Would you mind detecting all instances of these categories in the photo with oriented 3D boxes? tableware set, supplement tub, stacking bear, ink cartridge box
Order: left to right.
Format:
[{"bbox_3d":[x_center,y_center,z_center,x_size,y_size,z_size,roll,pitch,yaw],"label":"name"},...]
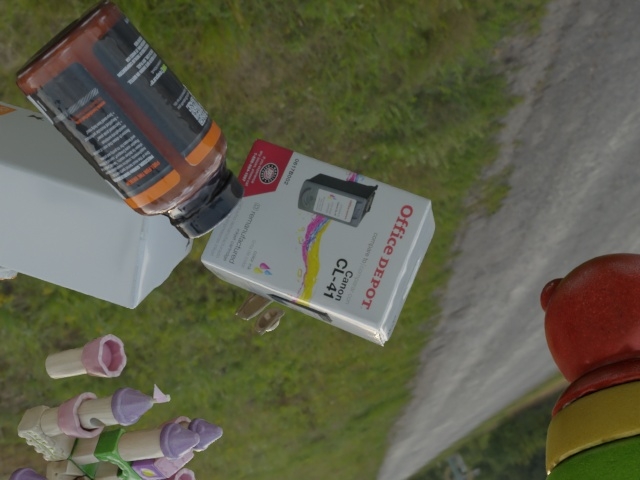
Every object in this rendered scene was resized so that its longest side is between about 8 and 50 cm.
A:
[{"bbox_3d":[-0.151,-0.093,0.725,0.106,0.198,0.106,-33,-157,16],"label":"supplement tub"},{"bbox_3d":[-0.074,0.098,1.493,0.141,0.020,0.168,-43,-150,-11],"label":"tableware set"},{"bbox_3d":[0.000,0.000,1.364,0.131,0.306,0.226,59,52,-70],"label":"ink cartridge box"},{"bbox_3d":[0.220,0.142,0.561,0.175,0.289,0.164,-28,141,32],"label":"stacking bear"}]

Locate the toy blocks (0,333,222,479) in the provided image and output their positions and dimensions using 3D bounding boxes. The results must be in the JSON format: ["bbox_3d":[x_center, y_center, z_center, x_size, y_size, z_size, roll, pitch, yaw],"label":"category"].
[{"bbox_3d":[-0.281,0.335,1.295,0.260,0.309,0.289,-12,129,24],"label":"toy blocks"}]

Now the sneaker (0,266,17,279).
[{"bbox_3d":[-0.535,0.000,1.467,0.099,0.121,0.262,4,-174,20],"label":"sneaker"}]

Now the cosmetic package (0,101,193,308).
[{"bbox_3d":[-0.424,-0.076,1.264,0.230,0.453,0.162,-59,165,-66],"label":"cosmetic package"}]
